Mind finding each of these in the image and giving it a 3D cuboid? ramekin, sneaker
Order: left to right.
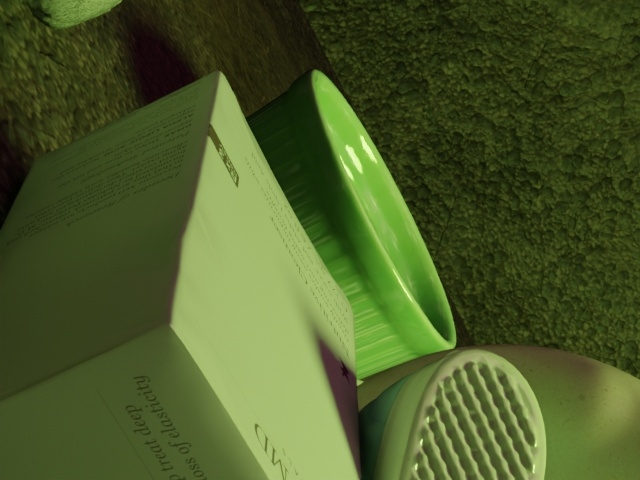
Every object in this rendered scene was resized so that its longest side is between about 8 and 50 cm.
[{"bbox_3d":[0.000,0.000,1.487,0.303,0.148,0.303,60,11,-19],"label":"ramekin"},{"bbox_3d":[0.026,0.242,0.907,0.135,0.150,0.366,36,58,-12],"label":"sneaker"}]

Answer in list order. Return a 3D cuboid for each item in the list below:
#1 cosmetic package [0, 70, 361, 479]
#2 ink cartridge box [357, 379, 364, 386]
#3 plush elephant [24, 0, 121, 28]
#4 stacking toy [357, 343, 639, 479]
[{"bbox_3d":[-0.085,0.074,0.881,0.217,0.156,0.385,61,10,-23],"label":"cosmetic package"},{"bbox_3d":[0.011,0.176,1.349,0.104,0.060,0.180,67,11,15],"label":"ink cartridge box"},{"bbox_3d":[-0.174,-0.330,1.180,0.330,0.272,0.255,21,-49,62],"label":"plush elephant"},{"bbox_3d":[0.143,0.340,1.188,0.480,0.351,0.350,81,-7,-51],"label":"stacking toy"}]
